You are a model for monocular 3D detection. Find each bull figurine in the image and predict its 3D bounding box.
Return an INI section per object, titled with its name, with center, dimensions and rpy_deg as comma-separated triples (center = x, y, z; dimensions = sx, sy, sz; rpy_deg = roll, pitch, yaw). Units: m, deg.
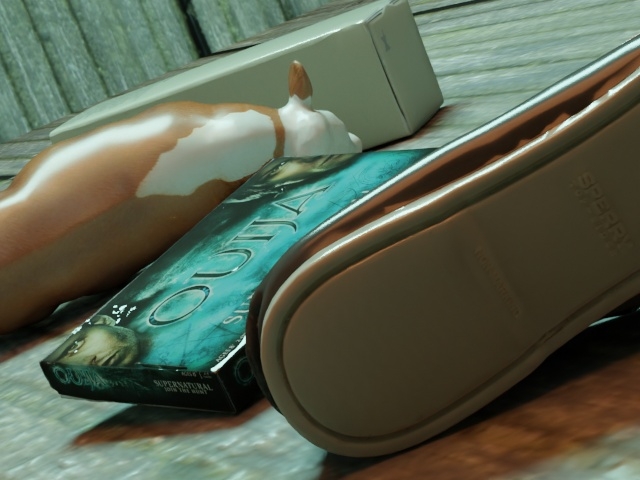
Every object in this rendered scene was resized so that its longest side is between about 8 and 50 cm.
[bull figurine]
center = -0.129, -0.026, 1.280
dimensions = 0.310, 0.101, 0.188
rpy_deg = -23, 6, -19

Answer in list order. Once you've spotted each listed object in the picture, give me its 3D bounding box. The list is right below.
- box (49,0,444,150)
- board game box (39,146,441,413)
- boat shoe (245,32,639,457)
[box]
center = -0.056, -0.093, 1.482
dimensions = 0.275, 0.094, 0.113
rpy_deg = -17, 12, 23
[board game box]
center = -0.030, 0.015, 0.931
dimensions = 0.126, 0.026, 0.186
rpy_deg = -1, 32, 44
[boat shoe]
center = 0.124, -0.028, 0.728
dimensions = 0.335, 0.112, 0.095
rpy_deg = -25, 15, 1
